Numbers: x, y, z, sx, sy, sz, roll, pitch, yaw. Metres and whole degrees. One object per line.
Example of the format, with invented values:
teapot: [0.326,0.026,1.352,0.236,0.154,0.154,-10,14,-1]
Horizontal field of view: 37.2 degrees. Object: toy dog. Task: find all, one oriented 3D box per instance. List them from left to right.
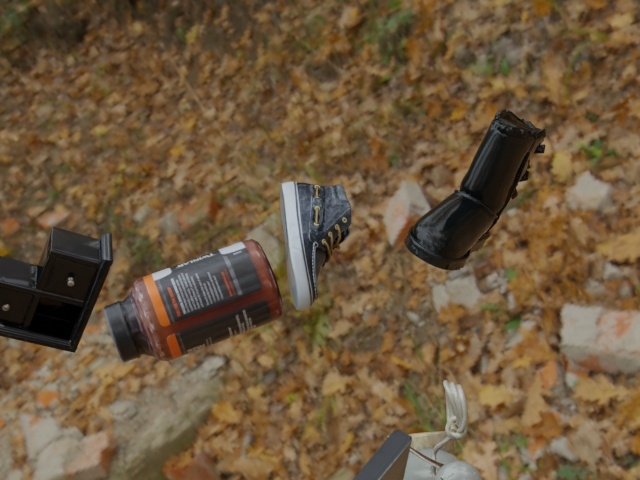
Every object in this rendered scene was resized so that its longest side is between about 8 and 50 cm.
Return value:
toy dog: [0.154,0.378,1.502,0.161,0.333,0.220,-9,58,-2]

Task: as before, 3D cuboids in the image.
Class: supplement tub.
supplement tub: [-0.151,0.076,1.120,0.198,0.106,0.106,-20,29,-11]

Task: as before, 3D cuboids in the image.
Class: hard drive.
hard drive: [0.052,0.263,0.954,0.022,0.135,0.094,28,47,23]

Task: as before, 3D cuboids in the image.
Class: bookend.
bookend: [-0.372,0.051,1.247,0.157,0.156,0.072,-62,25,23]

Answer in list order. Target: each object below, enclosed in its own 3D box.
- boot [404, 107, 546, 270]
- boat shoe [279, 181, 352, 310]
boot: [0.109,-0.037,0.651,0.045,0.099,0.121,34,24,19]
boat shoe: [0.000,0.000,1.131,0.083,0.065,0.183,-2,52,-7]
